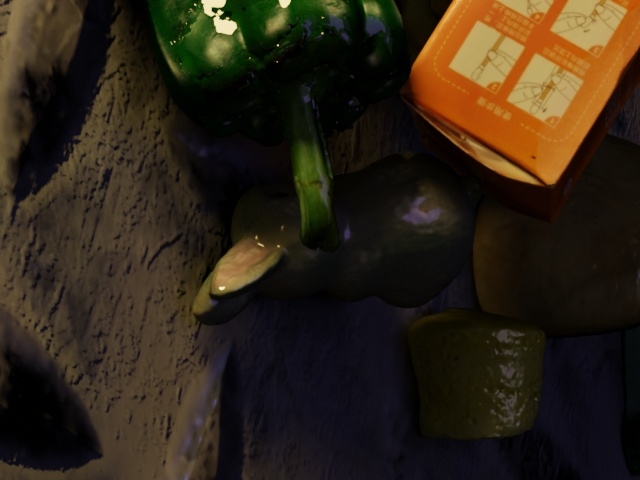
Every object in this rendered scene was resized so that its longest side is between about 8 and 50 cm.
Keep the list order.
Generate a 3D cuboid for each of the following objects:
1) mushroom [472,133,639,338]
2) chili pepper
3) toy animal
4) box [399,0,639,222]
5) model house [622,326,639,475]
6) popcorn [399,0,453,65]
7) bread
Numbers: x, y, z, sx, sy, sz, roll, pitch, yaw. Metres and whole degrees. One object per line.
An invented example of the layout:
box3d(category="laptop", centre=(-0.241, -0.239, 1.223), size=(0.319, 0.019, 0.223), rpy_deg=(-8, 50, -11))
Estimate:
box3d(category="mushroom", centre=(0.300, -0.028, 1.552), size=(0.292, 0.217, 0.212), rpy_deg=(-13, 90, -57))
box3d(category="chili pepper", centre=(-0.019, -0.127, 1.101), size=(0.261, 0.165, 0.174), rpy_deg=(65, 17, 17))
box3d(category="toy animal", centre=(0.000, -0.003, 1.176), size=(0.251, 0.125, 0.127), rpy_deg=(-8, 120, -40))
box3d(category="box", centre=(0.210, -0.195, 1.225), size=(0.341, 0.143, 0.225), rpy_deg=(-59, 170, -1))
box3d(category="model house", centre=(0.552, 0.143, 1.806), size=(0.295, 0.329, 0.252), rpy_deg=(21, 62, -52))
box3d(category="popcorn", centre=(0.183, -0.211, 1.446), size=(0.221, 0.183, 0.204), rpy_deg=(16, 74, -48))
box3d(category="bread", centre=(0.144, 0.117, 1.381), size=(0.129, 0.111, 0.114), rpy_deg=(0, 91, -53))
